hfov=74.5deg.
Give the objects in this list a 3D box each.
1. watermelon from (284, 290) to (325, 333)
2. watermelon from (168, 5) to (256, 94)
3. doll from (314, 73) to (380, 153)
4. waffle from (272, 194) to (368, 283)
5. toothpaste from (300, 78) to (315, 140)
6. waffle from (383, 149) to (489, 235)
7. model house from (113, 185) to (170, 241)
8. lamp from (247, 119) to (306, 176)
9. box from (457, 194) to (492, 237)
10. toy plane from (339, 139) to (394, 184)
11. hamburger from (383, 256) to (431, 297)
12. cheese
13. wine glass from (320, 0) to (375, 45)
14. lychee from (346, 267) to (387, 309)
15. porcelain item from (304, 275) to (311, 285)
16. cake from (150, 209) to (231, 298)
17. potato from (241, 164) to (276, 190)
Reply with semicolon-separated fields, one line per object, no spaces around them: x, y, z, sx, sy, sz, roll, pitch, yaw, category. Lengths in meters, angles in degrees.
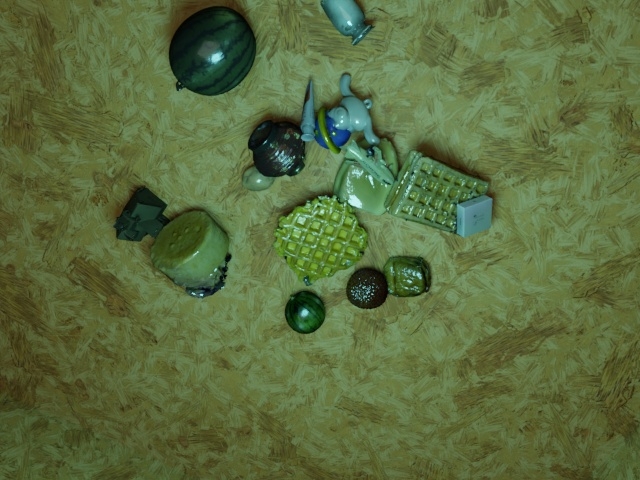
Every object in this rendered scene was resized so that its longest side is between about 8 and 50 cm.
-0.079;0.320;1.918;0.188;0.188;0.215;-38;107;18;watermelon
-0.409;-0.691;1.568;0.359;0.279;0.279;-29;103;20;watermelon
0.072;-0.489;1.628;0.242;0.159;0.311;-15;82;38;doll
0.000;0.000;1.775;0.382;0.095;0.380;-27;117;9;waffle
-0.046;-0.501;1.629;0.057;0.089;0.234;6;73;-16;toothpaste
0.457;-0.180;1.641;0.376;0.114;0.261;13;107;-26;waffle
-0.797;-0.082;1.846;0.204;0.243;0.211;37;109;-5;model house
-0.163;-0.360;1.683;0.247;0.247;0.247;2;109;7;lamp
0.598;-0.095;1.640;0.129;0.051;0.130;-19;120;-15;box
0.189;-0.294;1.580;0.244;0.229;0.092;29;78;-21;toy plane
0.379;0.163;1.838;0.206;0.130;0.183;-3;106;11;hamburger
0.199;-0.268;1.713;0.259;0.128;0.316;19;108;3;cheese
0.095;-0.825;1.544;0.111;0.111;0.204;-41;103;18;wine glass
0.204;0.212;1.840;0.194;0.194;0.194;2;109;7;lychee
-0.094;0.117;1.922;0.081;0.069;0.216;-17;111;8;porcelain item
-0.529;0.078;1.862;0.332;0.332;0.321;-18;137;13;cake
-0.266;-0.260;1.790;0.147;0.112;0.112;-9;107;18;potato
